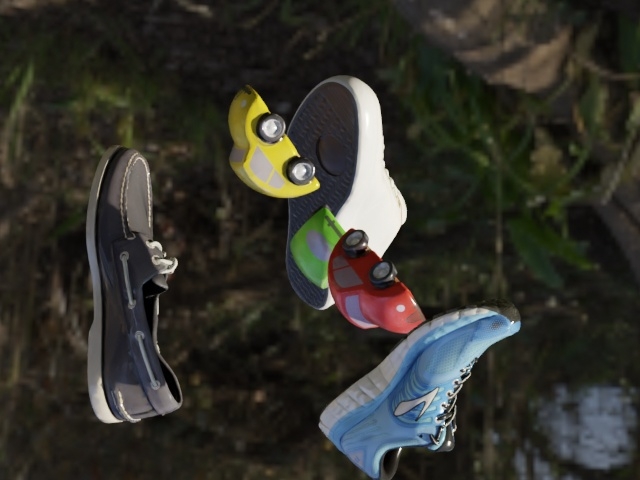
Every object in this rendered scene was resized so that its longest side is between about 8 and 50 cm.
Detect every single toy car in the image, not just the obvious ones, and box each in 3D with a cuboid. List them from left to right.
[{"bbox_3d":[0.000,0.000,1.206,0.053,0.239,0.225,-36,167,-4],"label":"toy car"}]

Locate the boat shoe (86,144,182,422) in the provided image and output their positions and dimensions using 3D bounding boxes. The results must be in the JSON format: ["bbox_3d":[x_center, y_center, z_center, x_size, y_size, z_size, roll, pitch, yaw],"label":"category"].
[{"bbox_3d":[-0.129,0.030,1.075,0.065,0.206,0.075,-4,169,18],"label":"boat shoe"}]

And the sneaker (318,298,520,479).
[{"bbox_3d":[0.075,0.098,0.953,0.162,0.073,0.063,-45,161,28],"label":"sneaker"}]

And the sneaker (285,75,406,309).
[{"bbox_3d":[0.034,-0.065,1.534,0.123,0.106,0.290,-28,145,-32],"label":"sneaker"}]
